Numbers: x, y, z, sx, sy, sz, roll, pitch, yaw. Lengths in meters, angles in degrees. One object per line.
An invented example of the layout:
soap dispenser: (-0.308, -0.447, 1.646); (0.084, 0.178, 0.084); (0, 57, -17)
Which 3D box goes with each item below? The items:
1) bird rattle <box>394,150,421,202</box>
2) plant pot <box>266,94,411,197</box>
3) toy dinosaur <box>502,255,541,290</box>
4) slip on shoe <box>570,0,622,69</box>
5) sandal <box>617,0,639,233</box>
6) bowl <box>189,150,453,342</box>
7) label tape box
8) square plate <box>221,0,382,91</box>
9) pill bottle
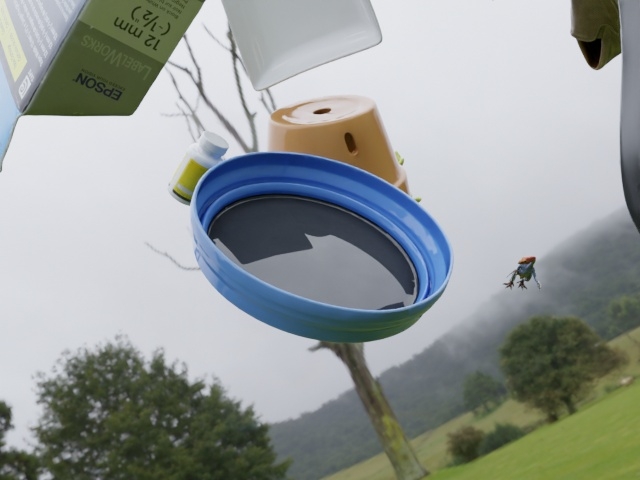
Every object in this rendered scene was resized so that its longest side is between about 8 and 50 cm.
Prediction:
bird rattle: (0.093, -0.111, 1.661); (0.254, 0.143, 0.207); (-25, -11, 28)
plant pot: (0.016, -0.150, 1.324); (0.291, 0.291, 0.203); (-22, -62, -23)
toy dinosaur: (0.307, 0.042, 1.075); (0.047, 0.090, 0.082); (10, -48, -2)
slip on shoe: (0.246, -0.200, 0.637); (0.041, 0.051, 0.135); (-52, -31, 8)
sandal: (0.276, -0.206, 0.465); (0.168, 0.445, 0.107); (-5, -5, -8)
bowl: (0.000, 0.000, 1.039); (0.391, 0.391, 0.077); (-14, -44, -39)
label tape box: (-0.250, -0.261, 0.770); (0.115, 0.249, 0.347); (19, -65, -43)
square plate: (-0.059, -0.492, 1.328); (0.344, 0.347, 0.049); (-9, 16, 42)
pill bottle: (-0.197, -0.118, 1.146); (0.065, 0.065, 0.116); (-2, -47, -55)
